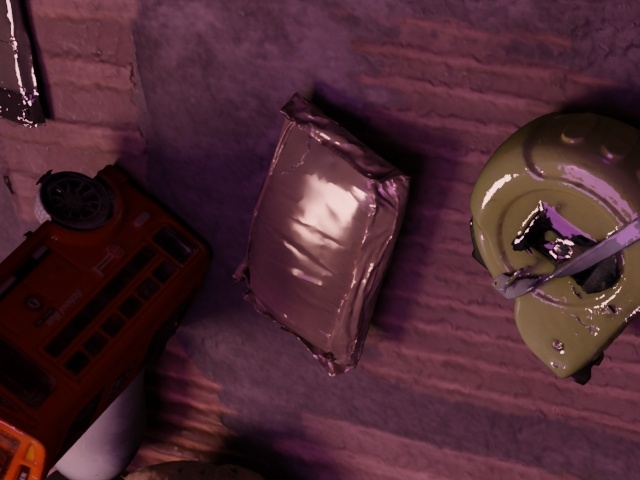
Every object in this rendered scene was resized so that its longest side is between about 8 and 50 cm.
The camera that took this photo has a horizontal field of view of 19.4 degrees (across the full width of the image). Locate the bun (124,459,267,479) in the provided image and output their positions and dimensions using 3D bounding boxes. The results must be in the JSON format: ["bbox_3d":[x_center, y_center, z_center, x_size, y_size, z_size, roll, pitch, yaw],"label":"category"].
[{"bbox_3d":[-0.115,0.271,1.586,0.134,0.220,0.220,-116,22,-56],"label":"bun"}]

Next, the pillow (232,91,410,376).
[{"bbox_3d":[0.000,0.000,1.366,0.119,0.053,0.208,34,136,17],"label":"pillow"}]

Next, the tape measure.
[{"bbox_3d":[0.170,-0.006,1.210,0.154,0.087,0.177,44,134,2],"label":"tape measure"}]

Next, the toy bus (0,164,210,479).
[{"bbox_3d":[-0.226,0.092,1.406,0.153,0.329,0.143,36,135,6],"label":"toy bus"}]

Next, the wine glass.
[{"bbox_3d":[-0.196,0.162,1.606,0.093,0.093,0.202,28,134,18],"label":"wine glass"}]

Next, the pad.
[{"bbox_3d":[-0.325,-0.185,1.498,0.233,0.022,0.174,13,127,28],"label":"pad"}]
